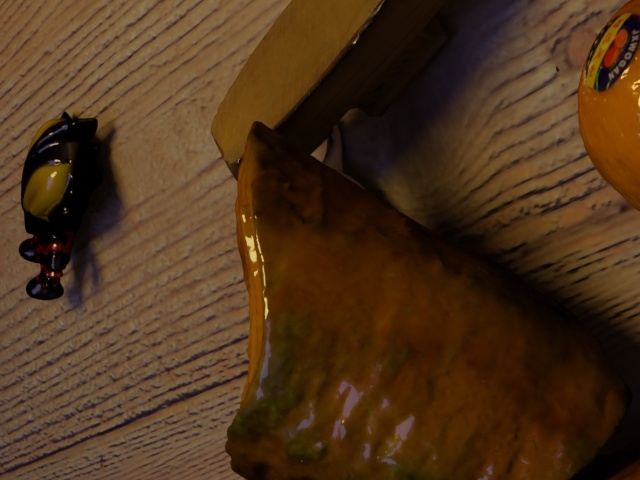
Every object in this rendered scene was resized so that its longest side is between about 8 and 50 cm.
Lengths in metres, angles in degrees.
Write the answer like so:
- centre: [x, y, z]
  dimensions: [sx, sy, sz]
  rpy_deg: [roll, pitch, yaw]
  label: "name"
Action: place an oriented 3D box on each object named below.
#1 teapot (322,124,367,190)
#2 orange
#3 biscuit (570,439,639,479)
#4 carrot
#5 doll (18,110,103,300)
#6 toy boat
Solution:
- centre: [0.000, 0.000, 1.240]
  dimensions: [0.145, 0.092, 0.226]
  rpy_deg: [8, 108, 46]
  label: "teapot"
- centre: [0.243, -0.078, 0.861]
  dimensions: [0.177, 0.177, 0.155]
  rpy_deg: [34, 102, 35]
  label: "orange"
- centre: [0.322, 0.308, 0.947]
  dimensions: [0.342, 0.166, 0.395]
  rpy_deg: [-34, 81, 51]
  label: "biscuit"
- centre: [0.039, 0.095, 1.065]
  dimensions: [0.340, 0.241, 0.241]
  rpy_deg: [29, 131, 6]
  label: "carrot"
- centre: [-0.292, -0.042, 1.547]
  dimensions: [0.127, 0.088, 0.249]
  rpy_deg: [51, 140, 21]
  label: "doll"
- centre: [0.020, -0.149, 1.115]
  dimensions: [0.321, 0.121, 0.089]
  rpy_deg: [-48, 64, 39]
  label: "toy boat"
